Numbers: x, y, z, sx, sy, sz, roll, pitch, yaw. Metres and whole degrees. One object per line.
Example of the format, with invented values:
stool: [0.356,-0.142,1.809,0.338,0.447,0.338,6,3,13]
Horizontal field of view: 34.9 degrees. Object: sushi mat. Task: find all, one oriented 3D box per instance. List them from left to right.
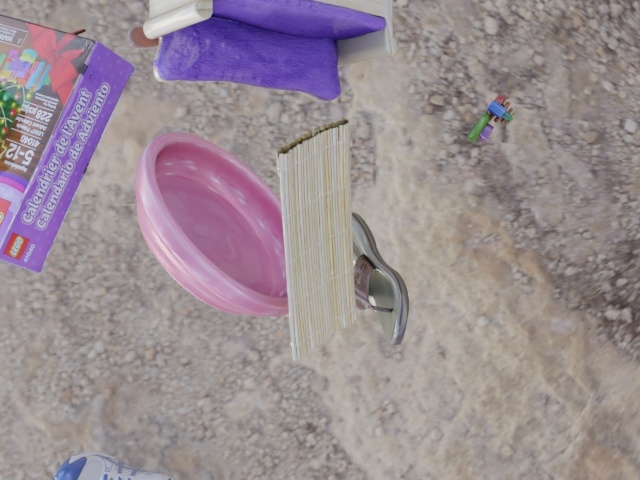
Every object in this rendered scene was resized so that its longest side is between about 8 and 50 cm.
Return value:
sushi mat: [0.000,0.000,1.379,0.019,0.151,0.317,18,124,35]

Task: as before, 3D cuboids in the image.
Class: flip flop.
flip flop: [0.072,0.064,1.701,0.112,0.080,0.277,104,148,-47]

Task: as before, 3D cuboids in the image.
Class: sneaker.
sneaker: [-0.333,0.439,1.802,0.131,0.296,0.112,-3,73,35]

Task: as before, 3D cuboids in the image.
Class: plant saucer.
plant saucer: [-0.153,-0.013,1.532,0.084,0.332,0.332,-42,76,24]

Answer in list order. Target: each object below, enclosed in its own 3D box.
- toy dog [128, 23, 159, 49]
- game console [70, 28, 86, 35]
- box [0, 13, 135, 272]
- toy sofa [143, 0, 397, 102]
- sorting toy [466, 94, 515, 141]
toy dog: [-0.271,-0.445,1.826,0.333,0.161,0.220,43,113,-14]
game console: [-0.428,-0.257,1.551,0.085,0.144,0.124,14,116,14]
box: [-0.325,-0.110,0.934,0.293,0.057,0.201,20,84,34]
toy sofa: [-0.066,-0.312,1.485,0.150,0.362,0.177,-3,86,51]
sorting toy: [0.265,-0.181,1.537,0.042,0.102,0.061,36,150,7]
